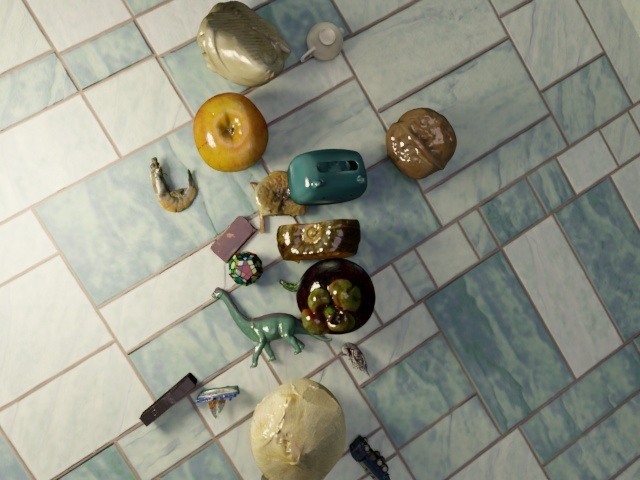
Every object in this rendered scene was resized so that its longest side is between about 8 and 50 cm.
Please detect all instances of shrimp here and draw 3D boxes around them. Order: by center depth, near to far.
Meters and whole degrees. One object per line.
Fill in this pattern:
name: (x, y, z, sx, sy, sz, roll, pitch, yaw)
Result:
shrimp: (-0.549, -0.215, 1.731, 0.150, 0.051, 0.218, -22, 100, -13)
shrimp: (0.145, 0.471, 1.827, 0.065, 0.056, 0.165, -30, 84, -25)

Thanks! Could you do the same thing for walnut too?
walnut: (0.389, -0.375, 1.809, 0.272, 0.227, 0.274, 0, 87, -6)

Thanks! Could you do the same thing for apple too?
apple: (-0.326, -0.387, 1.679, 0.285, 0.233, 0.287, 0, 90, -11)

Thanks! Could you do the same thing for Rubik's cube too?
Rubik's cube: (-0.278, 0.104, 1.734, 0.132, 0.133, 0.112, -4, 115, -10)

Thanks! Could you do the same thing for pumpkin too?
pumpkin: (0.000, 0.000, 1.732, 0.316, 0.221, 0.140, -9, 80, 18)

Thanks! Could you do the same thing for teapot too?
teapot: (0.010, -0.778, 1.827, 0.226, 0.092, 0.145, -37, 94, -6)

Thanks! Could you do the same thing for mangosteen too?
mangosteen: (0.063, 0.215, 1.695, 0.299, 0.300, 0.301, 0, 88, -10)

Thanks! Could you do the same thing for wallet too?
wallet: (-0.331, -0.006, 1.772, 0.095, 0.026, 0.176, 42, 83, -12)

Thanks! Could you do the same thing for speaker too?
speaker: (-0.550, 0.573, 1.688, 0.218, 0.082, 0.044, -40, 96, -7)

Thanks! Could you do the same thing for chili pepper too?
chili pepper: (-0.100, 0.172, 1.806, 0.117, 0.035, 0.056, -7, 77, -1)

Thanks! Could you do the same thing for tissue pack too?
tissue pack: (0.031, -0.237, 1.728, 0.287, 0.206, 0.199, -5, 82, -23)

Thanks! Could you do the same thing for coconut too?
coconut: (-0.074, 0.670, 1.628, 0.345, 0.360, 0.347, 0, 90, -10)

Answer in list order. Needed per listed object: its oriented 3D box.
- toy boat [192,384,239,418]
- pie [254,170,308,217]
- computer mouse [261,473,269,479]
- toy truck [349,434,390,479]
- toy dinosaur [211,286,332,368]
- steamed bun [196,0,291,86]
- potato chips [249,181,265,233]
toy boat: (-0.382, 0.597, 1.710, 0.174, 0.091, 0.110, -6, 73, -6)
pie: (-0.148, -0.177, 1.786, 0.217, 0.052, 0.185, -4, 80, -19)
computer mouse: (-0.139, 0.956, 1.753, 0.126, 0.071, 0.231, -32, 95, -9)
toy truck: (0.197, 0.862, 1.820, 0.088, 0.074, 0.202, -40, 96, 0)
toy dinosaur: (-0.185, 0.283, 1.762, 0.382, 0.129, 0.331, -17, 83, -11)
steamed bun: (-0.291, -0.685, 1.698, 0.324, 0.219, 0.310, 32, 46, -12)
potato chips: (-0.236, -0.127, 1.793, 0.037, 0.026, 0.204, -11, 91, -8)
